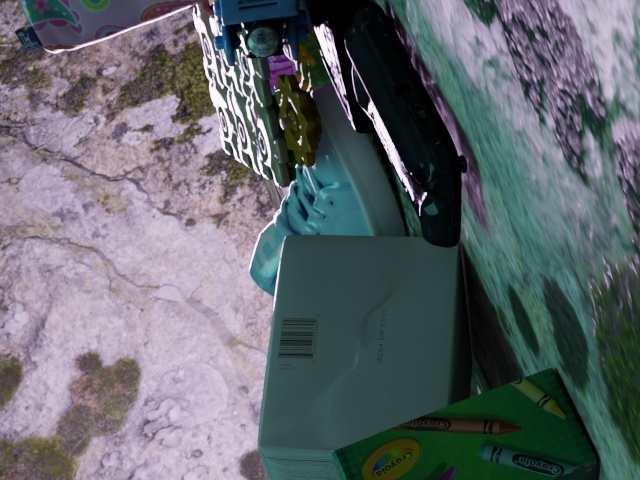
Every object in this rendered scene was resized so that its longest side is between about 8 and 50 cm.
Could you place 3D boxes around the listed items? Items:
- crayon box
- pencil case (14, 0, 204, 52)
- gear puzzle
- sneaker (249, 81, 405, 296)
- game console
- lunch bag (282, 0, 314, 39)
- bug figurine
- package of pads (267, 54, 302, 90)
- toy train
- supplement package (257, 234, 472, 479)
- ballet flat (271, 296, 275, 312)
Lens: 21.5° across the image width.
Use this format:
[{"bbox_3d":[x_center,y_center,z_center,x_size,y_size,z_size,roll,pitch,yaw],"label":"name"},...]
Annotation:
[{"bbox_3d":[0.110,0.209,1.247,0.278,0.165,0.081,77,171,-61],"label":"crayon box"},{"bbox_3d":[-0.168,-0.279,1.640,0.124,0.284,0.124,-18,-90,-79],"label":"pencil case"},{"bbox_3d":[-0.052,-0.144,1.611,0.339,0.044,0.175,-145,41,-70],"label":"gear puzzle"},{"bbox_3d":[0.000,0.000,1.701,0.366,0.150,0.135,79,168,-46],"label":"sneaker"},{"bbox_3d":[0.043,-0.131,1.316,0.213,0.044,0.361,74,175,-47],"label":"game console"},{"bbox_3d":[-0.029,-0.239,1.559,0.067,0.065,0.098,-84,-26,-69],"label":"lunch bag"},{"bbox_3d":[-0.036,-0.178,1.772,0.279,0.072,0.216,90,154,-46],"label":"bug figurine"},{"bbox_3d":[-0.055,-0.213,2.086,0.083,0.050,0.032,-119,14,-62],"label":"package of pads"},{"bbox_3d":[-0.054,-0.216,1.432,0.184,0.080,0.105,-98,2,-65],"label":"toy train"},{"bbox_3d":[0.043,0.129,1.395,0.203,0.149,0.194,77,-163,-58],"label":"supplement package"},{"bbox_3d":[0.016,0.101,2.027,0.409,0.147,0.147,69,177,-52],"label":"ballet flat"}]
